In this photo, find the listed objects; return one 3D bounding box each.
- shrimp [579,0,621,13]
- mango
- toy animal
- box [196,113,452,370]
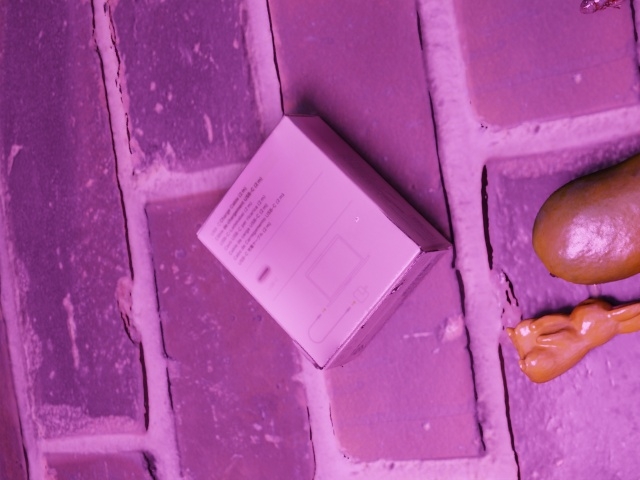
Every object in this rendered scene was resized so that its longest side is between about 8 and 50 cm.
[{"bbox_3d":[0.326,-0.278,1.264,0.038,0.029,0.092,47,109,18],"label":"shrimp"},{"bbox_3d":[0.321,-0.020,1.255,0.191,0.086,0.122,-25,79,29],"label":"mango"},{"bbox_3d":[0.296,0.102,1.298,0.159,0.083,0.070,-29,54,16],"label":"toy animal"},{"bbox_3d":[0.000,0.000,1.419,0.252,0.106,0.203,45,114,17],"label":"box"}]
